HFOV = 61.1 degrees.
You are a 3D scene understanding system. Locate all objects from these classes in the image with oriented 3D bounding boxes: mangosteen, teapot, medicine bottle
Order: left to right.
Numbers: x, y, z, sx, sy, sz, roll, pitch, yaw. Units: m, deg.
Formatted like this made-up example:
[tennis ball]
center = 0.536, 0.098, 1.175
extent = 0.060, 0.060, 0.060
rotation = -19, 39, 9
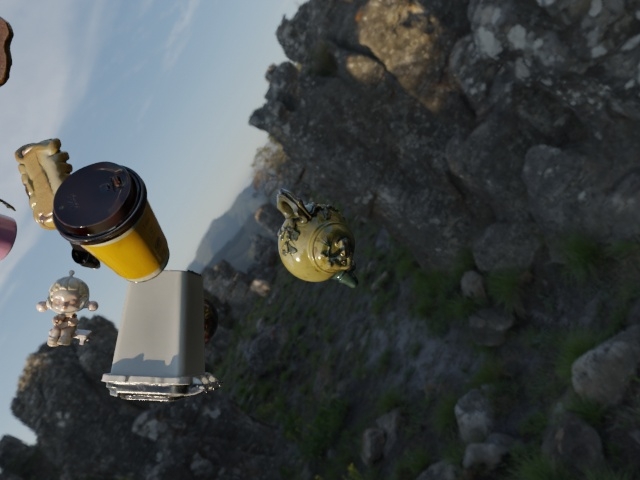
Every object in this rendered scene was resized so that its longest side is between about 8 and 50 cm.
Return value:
[medicine bottle]
center = -1.276, -0.043, 1.948
extent = 0.178, 0.291, 0.178
rotation = -14, 66, 33
[mangosteen]
center = -0.478, 0.293, 1.972
extent = 0.217, 0.192, 0.192
rotation = -23, 36, 53
[teapot]
center = 0.000, 0.000, 1.167
extent = 0.173, 0.269, 0.182
rotation = -43, 29, -18

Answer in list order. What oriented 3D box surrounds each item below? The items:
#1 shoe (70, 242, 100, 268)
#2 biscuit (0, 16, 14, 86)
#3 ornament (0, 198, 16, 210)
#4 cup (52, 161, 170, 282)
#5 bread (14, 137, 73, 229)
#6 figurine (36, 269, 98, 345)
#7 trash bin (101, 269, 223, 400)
[shoe]
center = -0.688, 0.042, 1.557
extent = 0.159, 0.062, 0.053
rotation = 83, -170, -45
[biscuit]
center = -1.039, -0.558, 1.580
extent = 0.049, 0.273, 0.257
rotation = -114, 34, -78
[ornament]
center = -1.126, -0.136, 1.836
extent = 0.080, 0.202, 0.236
rotation = -44, -23, -17
[cup]
center = -0.439, -0.028, 1.182
extent = 0.279, 0.196, 0.196
rotation = 79, -149, -58
[bread]
center = -0.650, -0.144, 1.316
extent = 0.134, 0.225, 0.081
rotation = -20, -6, 17
[figurine]
center = -0.881, 0.236, 1.916
extent = 0.144, 0.182, 0.256
rotation = 3, -86, -77
[trash bin]
center = -0.439, 0.272, 1.587
extent = 0.256, 0.296, 0.367
rotation = 54, -143, -76
